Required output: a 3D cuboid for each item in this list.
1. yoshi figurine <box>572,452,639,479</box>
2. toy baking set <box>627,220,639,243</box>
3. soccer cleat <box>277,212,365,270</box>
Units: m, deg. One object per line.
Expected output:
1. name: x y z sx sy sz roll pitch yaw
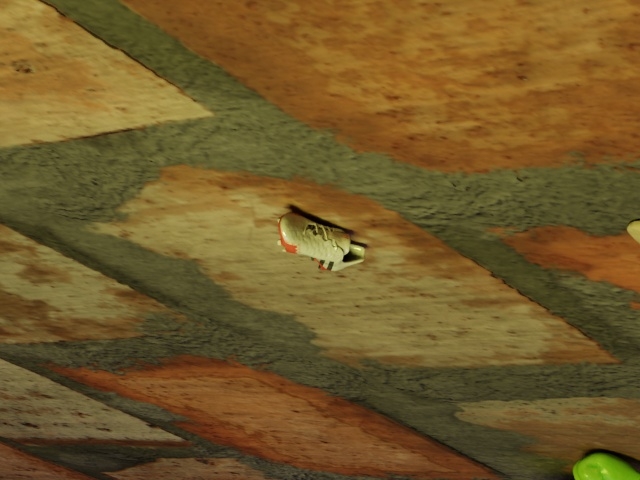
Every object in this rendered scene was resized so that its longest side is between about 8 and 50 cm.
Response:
1. yoshi figurine: 0.300 0.284 1.618 0.203 0.203 0.362 36 156 -17
2. toy baking set: 0.320 0.034 1.100 0.256 0.030 0.197 21 159 -25
3. soccer cleat: 0.000 0.000 1.210 0.035 0.029 0.083 -8 157 27
